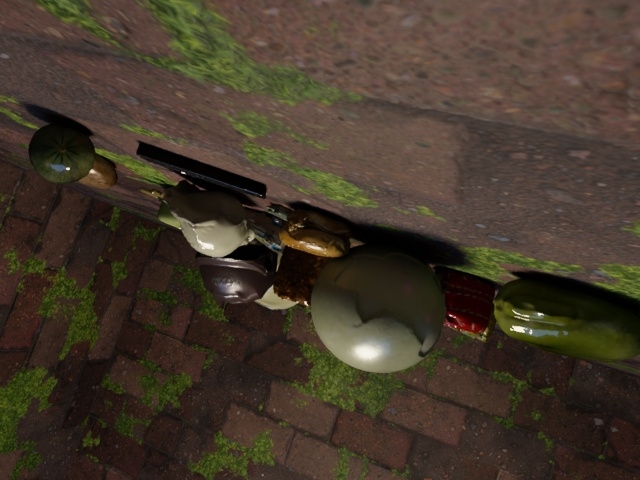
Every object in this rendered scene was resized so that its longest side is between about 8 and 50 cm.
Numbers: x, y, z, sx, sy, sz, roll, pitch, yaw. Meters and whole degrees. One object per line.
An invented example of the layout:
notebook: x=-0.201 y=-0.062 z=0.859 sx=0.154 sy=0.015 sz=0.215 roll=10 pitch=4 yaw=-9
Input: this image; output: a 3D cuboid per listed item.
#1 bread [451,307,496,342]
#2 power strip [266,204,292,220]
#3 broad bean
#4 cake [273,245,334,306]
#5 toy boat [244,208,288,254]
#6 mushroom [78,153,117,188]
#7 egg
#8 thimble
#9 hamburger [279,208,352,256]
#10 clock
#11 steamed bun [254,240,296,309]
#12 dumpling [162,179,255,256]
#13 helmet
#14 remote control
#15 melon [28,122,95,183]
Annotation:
bread: x=0.466 y=0.245 z=1.541 sx=0.257 sy=0.124 sz=0.185 roll=25 pitch=171 yaw=-34
power strip: x=-0.064 y=-0.052 z=1.036 sx=0.136 sy=0.019 sz=0.051 roll=24 pitch=173 yaw=-37
broad bean: x=0.465 y=0.155 z=0.887 sx=0.290 sy=0.119 sz=0.238 roll=17 pitch=164 yaw=-10
cake: x=0.028 y=0.117 z=1.409 sx=0.293 sy=0.199 sz=0.196 roll=22 pitch=170 yaw=-36
toy boat: x=-0.153 y=-0.039 z=1.180 sx=0.210 sy=0.084 sz=0.066 roll=25 pitch=173 yaw=30
mushroom: x=-0.573 y=-0.175 z=1.190 sx=0.094 sy=0.072 sz=0.209 roll=11 pitch=175 yaw=-17
egg: x=0.127 y=0.142 z=0.995 sx=0.278 sy=0.279 sz=0.336 roll=21 pitch=174 yaw=-20
thimble: x=0.338 y=0.151 z=1.147 sx=0.163 sy=0.125 sz=0.189 roll=12 pitch=171 yaw=24
hamburger: x=-0.009 y=-0.013 z=0.955 sx=0.147 sy=0.083 sz=0.138 roll=18 pitch=169 yaw=-22
clock: x=-0.357 y=-0.073 z=1.321 sx=0.308 sy=0.096 sz=0.235 roll=25 pitch=171 yaw=-35
steamed bun: x=-0.176 y=0.164 z=1.982 sx=0.290 sy=0.273 sz=0.273 roll=18 pitch=173 yaw=-28
dumpling: x=-0.251 y=-0.058 z=1.052 sx=0.193 sy=0.147 sz=0.258 roll=50 pitch=-164 yaw=29
helmet: x=-0.251 y=0.105 z=1.403 sx=0.224 sy=0.177 sz=0.305 roll=6 pitch=-169 yaw=16
remote control: x=-0.216 y=-0.124 z=0.860 sx=0.245 sy=0.025 sz=0.063 roll=18 pitch=174 yaw=-3
melon: x=-0.498 y=-0.166 z=0.896 sx=0.114 sy=0.114 sz=0.167 roll=23 pitch=169 yaw=-34
